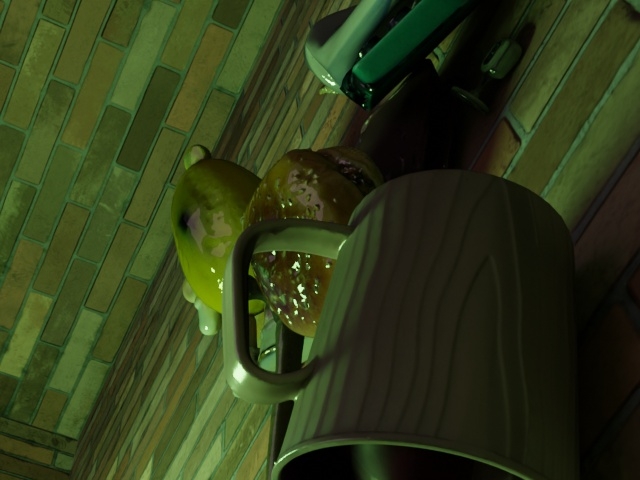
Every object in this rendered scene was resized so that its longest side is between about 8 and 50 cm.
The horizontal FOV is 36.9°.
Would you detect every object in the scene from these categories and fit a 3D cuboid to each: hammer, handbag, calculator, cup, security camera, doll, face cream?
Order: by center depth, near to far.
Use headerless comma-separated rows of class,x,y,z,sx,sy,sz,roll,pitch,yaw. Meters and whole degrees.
cup,0.067,0.102,0.775,0.208,0.288,0.273,74,-157,-48
security camera,0.203,-0.204,1.157,0.092,0.058,0.058,-58,16,5
calculator,0.126,-0.271,1.237,0.248,0.058,0.274,-45,2,7
hammer,-0.051,0.255,1.240,0.044,0.168,0.440,133,146,-56
handbag,0.113,-0.110,1.284,0.203,0.074,0.216,132,154,-52
face cream,0.102,-0.351,1.366,0.235,0.137,0.420,-44,-2,-34
doll,-0.108,0.035,1.511,0.348,0.161,0.423,-7,77,41

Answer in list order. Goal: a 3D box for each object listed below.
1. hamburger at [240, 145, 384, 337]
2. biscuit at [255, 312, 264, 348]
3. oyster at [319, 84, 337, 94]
hamburger,0.000,0.000,1.216,0.286,0.146,0.243,37,133,54
biscuit,-0.060,0.106,1.575,0.234,0.030,0.153,-57,38,32
oyster,0.063,-0.339,1.853,0.121,0.045,0.146,-58,12,-19
